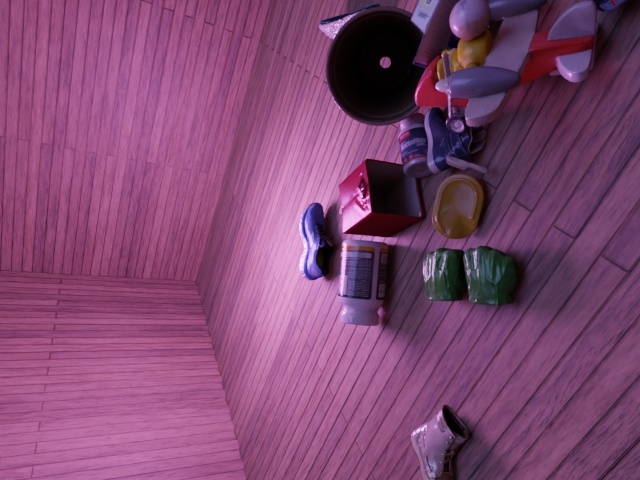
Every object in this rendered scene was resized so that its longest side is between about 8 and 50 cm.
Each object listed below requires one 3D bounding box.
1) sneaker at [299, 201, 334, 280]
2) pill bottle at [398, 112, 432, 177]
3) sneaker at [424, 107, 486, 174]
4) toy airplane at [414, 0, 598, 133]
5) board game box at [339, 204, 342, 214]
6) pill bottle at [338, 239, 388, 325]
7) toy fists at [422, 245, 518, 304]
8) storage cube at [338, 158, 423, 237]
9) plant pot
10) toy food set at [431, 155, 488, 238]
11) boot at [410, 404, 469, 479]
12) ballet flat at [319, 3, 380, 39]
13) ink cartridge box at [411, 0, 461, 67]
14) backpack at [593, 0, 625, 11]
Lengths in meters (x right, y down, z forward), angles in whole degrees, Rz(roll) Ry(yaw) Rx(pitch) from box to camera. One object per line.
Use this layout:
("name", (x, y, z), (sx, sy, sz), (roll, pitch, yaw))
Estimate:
("sneaker", (0.000, 0.000, 1.809), (0.147, 0.130, 0.329), (-11, 78, 45))
("pill bottle", (0.297, -0.296, 1.331), (0.108, 0.108, 0.180), (-35, 54, 53))
("sneaker", (0.381, -0.313, 1.220), (0.163, 0.086, 0.226), (-27, 52, 46))
("toy airplane", (0.403, -0.430, 0.968), (0.384, 0.272, 0.386), (-40, 25, 12))
("board game box", (0.141, -0.128, 1.636), (0.181, 0.043, 0.092), (27, 107, 59))
("pill bottle", (0.141, 0.140, 1.460), (0.162, 0.162, 0.278), (-1, 83, 60))
("toy fists", (0.381, 0.085, 1.122), (0.279, 0.096, 0.142), (-5, 89, 59))
("storage cube", (0.186, -0.129, 1.395), (0.193, 0.215, 0.183), (141, 128, -59))
("plant pot", (0.197, -0.549, 1.359), (0.280, 0.323, 0.323), (-67, 1, -62))
("toy food set", (0.388, -0.113, 1.184), (0.128, 0.071, 0.217), (19, 107, 31))
("boot", (0.331, 0.562, 1.125), (0.165, 0.077, 0.213), (-60, 34, 32))
("ballet flat", (0.117, -0.858, 1.758), (0.409, 0.147, 0.146), (35, 115, 58))
("ink cartridge box", (0.349, -0.604, 1.119), (0.072, 0.304, 0.307), (40, 122, 22))
("backpack", (0.590, -0.561, 0.857), (0.158, 0.117, 0.173), (-32, 26, 37))
